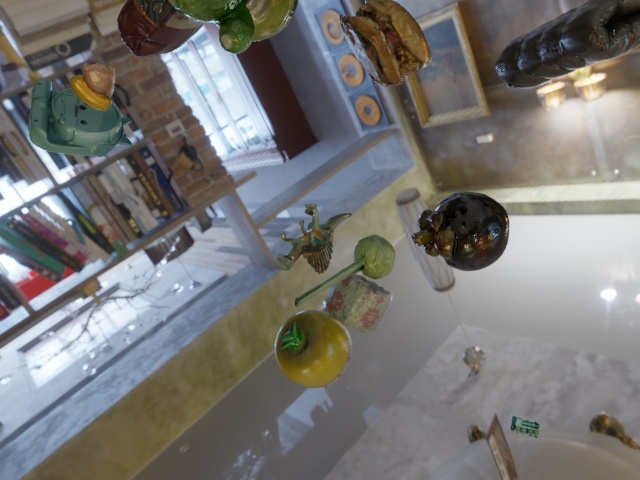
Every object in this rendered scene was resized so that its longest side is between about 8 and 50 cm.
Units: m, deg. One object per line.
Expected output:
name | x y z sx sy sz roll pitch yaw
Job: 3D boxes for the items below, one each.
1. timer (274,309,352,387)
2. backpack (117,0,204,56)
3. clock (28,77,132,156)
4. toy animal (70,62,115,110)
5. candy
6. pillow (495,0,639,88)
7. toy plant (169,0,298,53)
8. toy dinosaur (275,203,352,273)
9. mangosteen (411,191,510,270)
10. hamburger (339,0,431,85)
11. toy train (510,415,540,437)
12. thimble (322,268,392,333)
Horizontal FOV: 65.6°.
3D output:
timer | -0.048 0.351 1.672 0.285 0.285 0.285 -24 -160 9
backpack | -0.447 -0.667 1.432 0.317 0.197 0.283 -27 -170 40
clock | -0.688 -0.352 1.442 0.274 0.224 0.094 3 145 -30
toy animal | -0.506 -0.360 1.118 0.082 0.091 0.114 -86 -162 -48
candy | 0.051 0.067 0.999 0.092 0.093 0.335 29 -149 26
pillow | 0.459 -0.346 0.765 0.326 0.101 0.228 -33 -170 -9
toy plant | -0.158 -0.410 0.802 0.184 0.224 0.316 -25 -167 27
toy dinosaur | -0.003 0.000 0.786 0.044 0.107 0.187 -7 172 32
mangosteen | 0.436 -0.025 1.578 0.302 0.275 0.275 -8 -163 -11
hamburger | 0.169 -0.527 1.305 0.163 0.244 0.244 -35 -161 10
toy train | 0.574 0.522 1.391 0.029 0.092 0.045 162 -57 -74
thimble | 0.111 0.187 1.517 0.149 0.185 0.211 -62 175 2
